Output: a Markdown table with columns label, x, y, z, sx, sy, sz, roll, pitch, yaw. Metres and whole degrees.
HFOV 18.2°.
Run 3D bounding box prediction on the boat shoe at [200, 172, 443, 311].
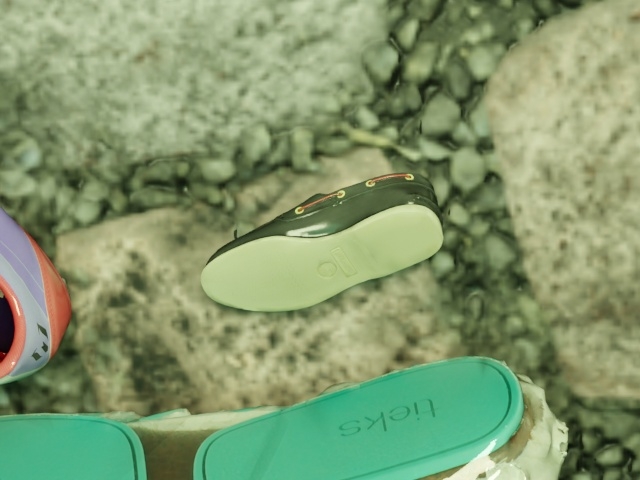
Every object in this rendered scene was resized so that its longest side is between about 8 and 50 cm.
| label | x | y | z | sx | sy | sz | roll | pitch | yaw |
| --- | --- | --- | --- | --- | --- | --- | --- | --- | --- |
| boat shoe | 0.001 | 0.001 | 1.054 | 0.133 | 0.042 | 0.049 | -18 | 127 | 12 |

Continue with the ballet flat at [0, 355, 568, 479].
| label | x | y | z | sx | sy | sz | roll | pitch | yaw |
| --- | --- | --- | --- | --- | --- | --- | --- | --- | --- |
| ballet flat | -0.065 | 0.164 | 1.062 | 0.408 | 0.147 | 0.147 | -9 | 103 | 9 |

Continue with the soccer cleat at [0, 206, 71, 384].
| label | x | y | z | sx | sy | sz | roll | pitch | yaw |
| --- | --- | --- | --- | --- | --- | --- | --- | --- | --- |
| soccer cleat | -0.226 | -0.027 | 1.045 | 0.083 | 0.095 | 0.248 | -39 | 97 | 14 |
